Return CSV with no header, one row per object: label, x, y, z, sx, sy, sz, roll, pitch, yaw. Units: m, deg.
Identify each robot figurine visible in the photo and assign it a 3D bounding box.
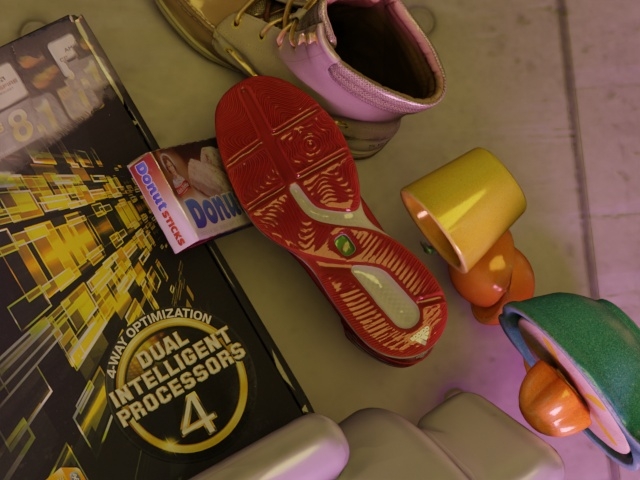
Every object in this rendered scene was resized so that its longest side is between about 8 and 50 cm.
robot figurine,0.002,0.243,1.185,0.353,0.200,0.300,-35,119,-14

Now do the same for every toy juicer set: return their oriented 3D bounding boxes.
toy juicer set,0.172,0.102,1.232,0.089,0.209,0.329,-38,70,-8

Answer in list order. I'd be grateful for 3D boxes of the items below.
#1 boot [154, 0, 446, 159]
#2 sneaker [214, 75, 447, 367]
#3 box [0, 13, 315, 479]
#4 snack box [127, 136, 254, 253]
boot,-0.017,-0.147,1.257,0.213,0.165,0.077,40,75,-5
sneaker,0.000,0.000,1.269,0.087,0.128,0.221,-29,76,-10
box,-0.247,0.080,1.191,0.395,0.097,0.318,-29,86,-23
snack box,-0.072,-0.034,1.232,0.022,0.178,0.064,-29,88,18
